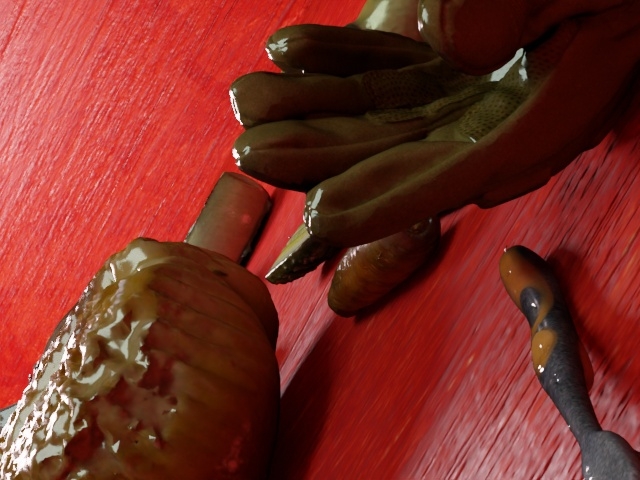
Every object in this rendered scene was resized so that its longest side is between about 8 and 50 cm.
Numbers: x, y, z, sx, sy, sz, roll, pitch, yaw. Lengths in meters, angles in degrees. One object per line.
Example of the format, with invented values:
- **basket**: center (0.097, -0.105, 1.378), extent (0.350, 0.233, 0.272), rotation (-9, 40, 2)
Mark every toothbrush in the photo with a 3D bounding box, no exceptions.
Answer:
- **toothbrush**: center (0.093, 0.044, 0.587), extent (0.023, 0.031, 0.321), rotation (-60, 9, 11)

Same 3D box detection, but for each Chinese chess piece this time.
- **Chinese chess piece**: center (-0.133, 0.003, 1.989), extent (0.188, 0.083, 0.188), rotation (-63, 5, 10)

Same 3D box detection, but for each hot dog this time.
- **hot dog**: center (-0.149, 0.177, 1.135), extent (0.365, 0.196, 0.367), rotation (-63, 13, 13)

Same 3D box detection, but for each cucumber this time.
- **cucumber**: center (0.000, 0.000, 1.306), extent (0.067, 0.035, 0.107), rotation (-54, 8, -33)

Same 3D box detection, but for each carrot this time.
- **carrot**: center (0.034, 0.020, 1.010), extent (0.047, 0.047, 0.191), rotation (-66, 4, -24)

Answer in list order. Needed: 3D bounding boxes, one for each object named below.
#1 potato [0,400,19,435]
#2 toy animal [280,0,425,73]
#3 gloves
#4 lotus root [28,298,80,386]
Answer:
- **potato**: center (-0.169, 0.225, 1.449), extent (0.264, 0.211, 0.189), rotation (-27, -25, 13)
- **toy animal**: center (0.049, -0.158, 1.265), extent (0.233, 0.121, 0.168), rotation (-56, -1, 20)
- **gloves**: center (0.091, -0.113, 0.743), extent (0.154, 0.141, 0.331), rotation (0, 48, 52)
- **lotus root**: center (-0.239, 0.147, 1.861), extent (0.196, 0.179, 0.397), rotation (-47, 2, -36)
